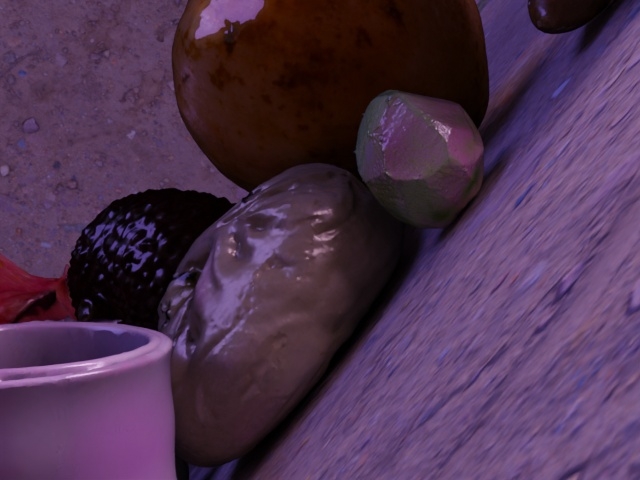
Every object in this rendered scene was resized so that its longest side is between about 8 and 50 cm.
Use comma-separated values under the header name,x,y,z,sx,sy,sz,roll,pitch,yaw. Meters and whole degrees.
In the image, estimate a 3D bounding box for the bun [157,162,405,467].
name,x,y,z,sx,sy,sz,roll,pitch,yaw
bun,-0.039,0.039,1.077,0.210,0.116,0.237,-50,7,24

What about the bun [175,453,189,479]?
name,x,y,z,sx,sy,sz,roll,pitch,yaw
bun,-0.194,0.214,1.159,0.222,0.127,0.222,-52,4,6

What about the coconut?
name,x,y,z,sx,sy,sz,roll,pitch,yaw
coconut,0.064,-0.049,0.999,0.083,0.081,0.082,-12,67,58

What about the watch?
name,x,y,z,sx,sy,sz,roll,pitch,yaw
watch,-0.194,0.103,0.929,0.248,0.217,0.211,-71,-22,-85

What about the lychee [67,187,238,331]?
name,x,y,z,sx,sy,sz,roll,pitch,yaw
lychee,-0.107,0.045,1.279,0.194,0.194,0.194,-51,5,6

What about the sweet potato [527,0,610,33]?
name,x,y,z,sx,sy,sz,roll,pitch,yaw
sweet potato,0.185,-0.194,1.097,0.065,0.051,0.218,-52,2,47

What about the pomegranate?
name,x,y,z,sx,sy,sz,roll,pitch,yaw
pomegranate,0.005,-0.126,1.197,0.248,0.248,0.248,-51,5,6

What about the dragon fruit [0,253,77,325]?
name,x,y,z,sx,sy,sz,roll,pitch,yaw
dragon fruit,-0.277,0.206,1.388,0.371,0.249,0.386,-67,-7,27
